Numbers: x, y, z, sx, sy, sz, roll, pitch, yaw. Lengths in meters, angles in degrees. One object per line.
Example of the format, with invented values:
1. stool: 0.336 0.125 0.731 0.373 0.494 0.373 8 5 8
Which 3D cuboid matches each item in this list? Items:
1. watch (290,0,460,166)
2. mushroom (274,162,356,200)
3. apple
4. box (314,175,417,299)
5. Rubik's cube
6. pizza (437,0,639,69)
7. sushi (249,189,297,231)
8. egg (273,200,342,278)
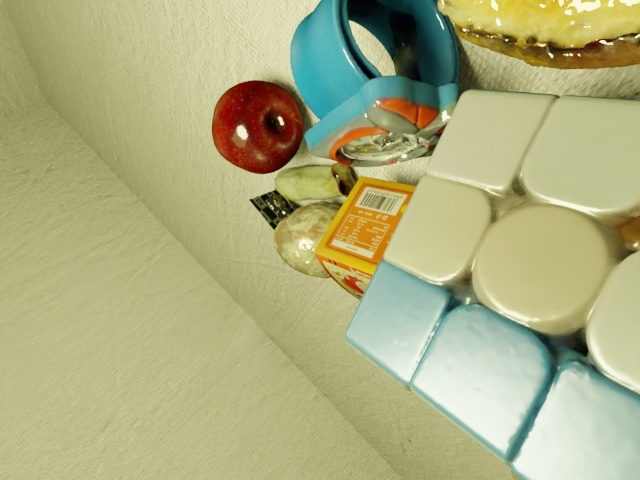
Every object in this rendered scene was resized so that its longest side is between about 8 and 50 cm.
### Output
1. watch: 0.121 -0.266 0.663 0.241 0.305 0.274 -16 81 55
2. mushroom: -0.023 -0.150 1.120 0.312 0.081 0.099 6 129 53
3. apple: -0.151 -0.269 1.012 0.201 0.218 0.218 -7 119 57
4. box: 0.190 0.045 0.841 0.284 0.213 0.259 21 161 43
5. Rubik's cube: 0.303 0.071 0.489 0.347 0.346 0.344 25 -178 -43
6. pizza: 0.275 -0.304 0.368 0.392 0.080 0.434 -41 64 52
7. sushi: -0.084 -0.071 1.242 0.050 0.192 0.215 -40 90 26
8. egg: 0.000 0.000 1.107 0.203 0.245 0.203 180 90 -79
